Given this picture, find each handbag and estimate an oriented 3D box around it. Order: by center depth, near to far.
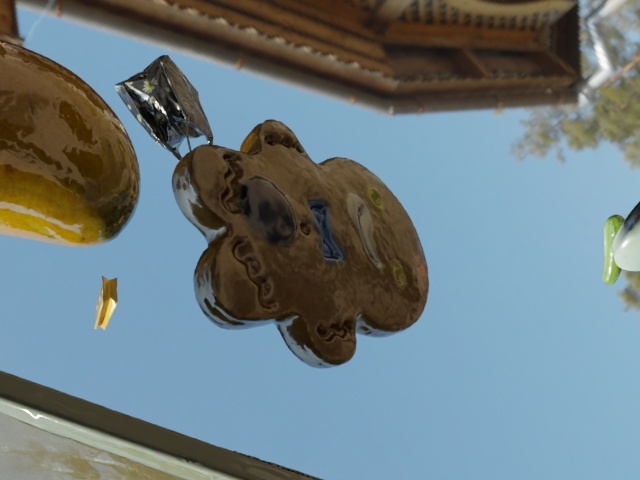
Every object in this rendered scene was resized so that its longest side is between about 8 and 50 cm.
[{"bbox_3d":[-0.162,-0.121,1.016,0.139,0.072,0.115,64,-177,19],"label":"handbag"},{"bbox_3d":[-0.371,0.109,1.553,0.027,0.083,0.061,9,-137,-22],"label":"handbag"}]

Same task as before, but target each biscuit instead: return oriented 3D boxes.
[{"bbox_3d":[0.000,0.000,0.625,0.236,0.039,0.180,4,-116,-51],"label":"biscuit"}]

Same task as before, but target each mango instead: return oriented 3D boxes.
[{"bbox_3d":[-0.408,-0.125,1.168,0.378,0.221,0.264,26,-123,-3],"label":"mango"}]

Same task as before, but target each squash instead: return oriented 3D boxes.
[{"bbox_3d":[0.345,0.012,1.060,0.027,0.027,0.089,-26,-60,-48],"label":"squash"}]

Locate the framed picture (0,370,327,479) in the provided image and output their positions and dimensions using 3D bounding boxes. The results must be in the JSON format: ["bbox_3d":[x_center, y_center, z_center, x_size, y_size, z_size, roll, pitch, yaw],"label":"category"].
[{"bbox_3d":[-0.096,0.187,0.483,0.335,0.247,0.022,15,-145,13],"label":"framed picture"}]

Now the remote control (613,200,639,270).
[{"bbox_3d":[0.355,-0.067,0.788,0.045,0.256,0.097,46,-173,39],"label":"remote control"}]
